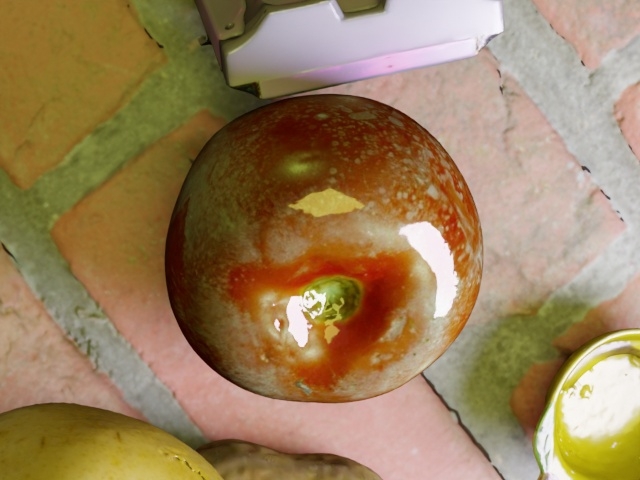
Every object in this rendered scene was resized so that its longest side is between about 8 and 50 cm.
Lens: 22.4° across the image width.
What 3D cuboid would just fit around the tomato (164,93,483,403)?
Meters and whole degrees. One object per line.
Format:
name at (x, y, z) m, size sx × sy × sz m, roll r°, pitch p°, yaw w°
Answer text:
tomato at (0.000, 0.000, 1.368) m, size 0.270 × 0.223 × 0.270 m, roll -1°, pitch 121°, yaw -2°

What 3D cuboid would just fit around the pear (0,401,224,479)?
pear at (-0.207, 0.301, 1.286) m, size 0.348 × 0.348 × 0.348 m, roll -1°, pitch 93°, yaw -9°

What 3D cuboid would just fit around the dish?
dish at (0.267, 0.156, 1.489) m, size 0.207 × 0.080 × 0.149 m, roll -38°, pitch 102°, yaw -6°

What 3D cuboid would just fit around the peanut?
peanut at (-0.016, 0.240, 1.442) m, size 0.229 × 0.098 × 0.103 m, roll 13°, pitch 109°, yaw -9°

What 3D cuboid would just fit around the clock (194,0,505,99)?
clock at (0.014, -0.215, 1.380) m, size 0.253 × 0.186 × 0.083 m, roll -13°, pitch 127°, yaw -8°
